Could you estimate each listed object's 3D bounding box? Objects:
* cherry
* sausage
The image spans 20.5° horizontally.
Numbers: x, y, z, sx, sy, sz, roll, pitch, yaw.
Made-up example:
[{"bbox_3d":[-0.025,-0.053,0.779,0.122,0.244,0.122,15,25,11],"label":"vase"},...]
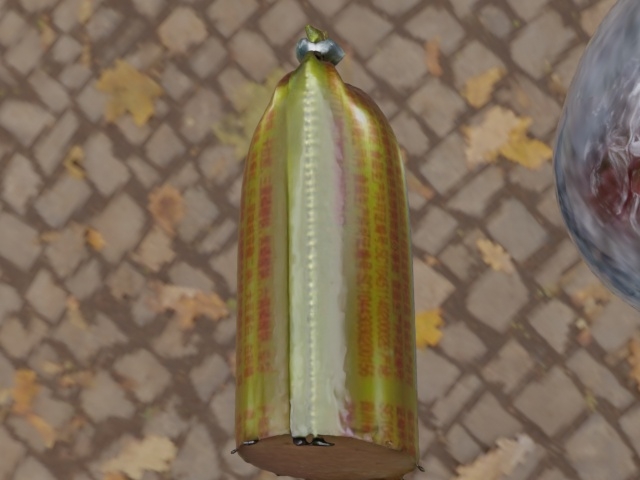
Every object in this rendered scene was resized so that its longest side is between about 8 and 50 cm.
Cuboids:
[{"bbox_3d":[0.244,-0.064,0.893,0.218,0.296,0.255,40,113,8],"label":"cherry"},{"bbox_3d":[-0.002,0.000,1.161,0.117,0.125,0.317,-14,68,31],"label":"sausage"}]
